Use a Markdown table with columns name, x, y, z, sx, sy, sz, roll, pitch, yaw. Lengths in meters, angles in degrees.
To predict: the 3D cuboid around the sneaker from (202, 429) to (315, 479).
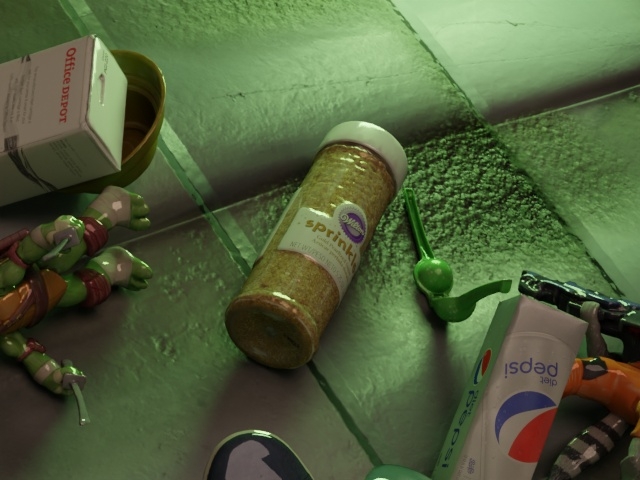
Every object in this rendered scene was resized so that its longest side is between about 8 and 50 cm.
| name | x | y | z | sx | sy | sz | roll | pitch | yaw |
| --- | --- | --- | --- | --- | --- | --- | --- | --- | --- |
| sneaker | -0.015 | 0.317 | 1.363 | 0.131 | 0.148 | 0.350 | -10 | 67 | -18 |

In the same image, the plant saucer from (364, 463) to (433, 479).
| name | x | y | z | sx | sy | sz | roll | pitch | yaw |
| --- | --- | --- | --- | --- | --- | --- | --- | --- | --- |
| plant saucer | 0.129 | 0.361 | 1.517 | 0.318 | 0.043 | 0.318 | 54 | 23 | -35 |

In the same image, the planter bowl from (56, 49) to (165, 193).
| name | x | y | z | sx | sy | sz | roll | pitch | yaw |
| --- | --- | --- | --- | --- | --- | --- | --- | --- | --- |
| planter bowl | -0.269 | -0.125 | 1.939 | 0.217 | 0.090 | 0.217 | -14 | 51 | 18 |

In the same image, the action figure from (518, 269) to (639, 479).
| name | x | y | z | sx | sy | sz | roll | pitch | yaw |
| --- | --- | --- | --- | --- | --- | --- | --- | --- | --- |
| action figure | 0.365 | 0.171 | 2.011 | 0.341 | 0.179 | 0.330 | 23 | 32 | 36 |

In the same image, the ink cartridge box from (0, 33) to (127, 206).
| name | x | y | z | sx | sy | sz | roll | pitch | yaw |
| --- | --- | --- | --- | --- | --- | --- | --- | --- | --- |
| ink cartridge box | -0.345 | -0.136 | 1.862 | 0.217 | 0.092 | 0.159 | -16 | 49 | 17 |

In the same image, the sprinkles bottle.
| name | x | y | z | sx | sy | sz | roll | pitch | yaw |
| --- | --- | --- | --- | --- | --- | --- | --- | --- | --- |
| sprinkles bottle | 0.000 | 0.000 | 1.967 | 0.121 | 0.121 | 0.355 | 29 | 47 | 0 |

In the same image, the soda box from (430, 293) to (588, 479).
| name | x | y | z | sx | sy | sz | roll | pitch | yaw |
| --- | --- | --- | --- | --- | --- | --- | --- | --- | --- |
| soda box | 0.208 | 0.211 | 1.814 | 0.091 | 0.098 | 0.286 | 24 | 79 | -6 |

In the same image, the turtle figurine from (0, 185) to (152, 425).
| name | x | y | z | sx | sy | sz | roll | pitch | yaw |
| --- | --- | --- | --- | --- | --- | --- | --- | --- | --- |
| turtle figurine | -0.266 | 0.065 | 1.746 | 0.266 | 0.274 | 0.198 | -41 | 110 | -46 |

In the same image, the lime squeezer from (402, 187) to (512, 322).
| name | x | y | z | sx | sy | sz | roll | pitch | yaw |
| --- | --- | --- | --- | --- | --- | --- | --- | --- | --- |
| lime squeezer | 0.157 | 0.039 | 2.028 | 0.058 | 0.110 | 0.310 | -14 | 28 | -14 |
